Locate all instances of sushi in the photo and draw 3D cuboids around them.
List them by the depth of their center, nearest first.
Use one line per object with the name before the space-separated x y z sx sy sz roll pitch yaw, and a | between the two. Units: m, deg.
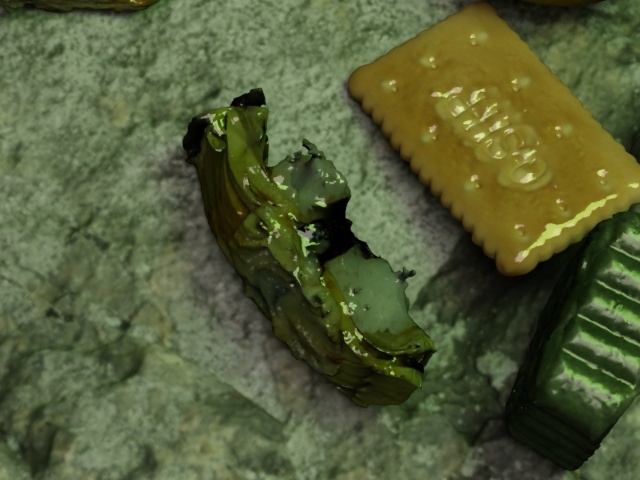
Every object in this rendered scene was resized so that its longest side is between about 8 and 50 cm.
sushi | -0.006 0.004 1.535 0.131 0.139 0.291 -25 78 -21

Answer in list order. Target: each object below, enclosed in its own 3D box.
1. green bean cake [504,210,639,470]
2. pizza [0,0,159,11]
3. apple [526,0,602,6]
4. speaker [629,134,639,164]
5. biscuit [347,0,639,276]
green bean cake | 0.222 0.083 1.515 0.094 0.183 0.185 26 74 2
pizza | -0.137 -0.314 1.634 0.365 0.074 0.182 -40 74 -14
apple | 0.208 -0.315 1.611 0.207 0.237 0.237 13 73 -21
speaker | 0.483 -0.038 1.586 0.406 0.183 0.184 36 68 4
biscuit | 0.150 -0.092 1.594 0.160 0.030 0.250 -30 61 -14
